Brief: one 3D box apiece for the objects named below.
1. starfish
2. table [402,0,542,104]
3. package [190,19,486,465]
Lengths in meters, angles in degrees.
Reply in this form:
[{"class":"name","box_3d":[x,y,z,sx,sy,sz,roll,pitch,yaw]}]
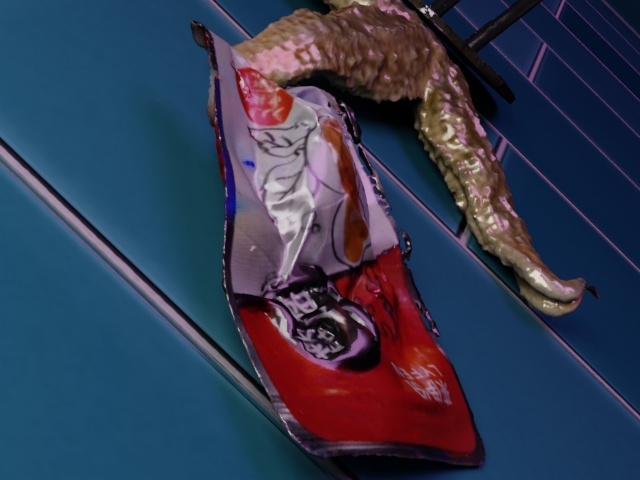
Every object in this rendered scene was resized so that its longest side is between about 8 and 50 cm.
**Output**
[{"class":"starfish","box_3d":[0.048,-0.147,0.788,0.324,0.082,0.432,28,33,-37]},{"class":"table","box_3d":[0.197,-0.322,0.995,0.317,0.249,0.317,41,13,-12]},{"class":"package","box_3d":[0.000,0.000,0.526,0.194,0.071,0.269,9,56,-47]}]
